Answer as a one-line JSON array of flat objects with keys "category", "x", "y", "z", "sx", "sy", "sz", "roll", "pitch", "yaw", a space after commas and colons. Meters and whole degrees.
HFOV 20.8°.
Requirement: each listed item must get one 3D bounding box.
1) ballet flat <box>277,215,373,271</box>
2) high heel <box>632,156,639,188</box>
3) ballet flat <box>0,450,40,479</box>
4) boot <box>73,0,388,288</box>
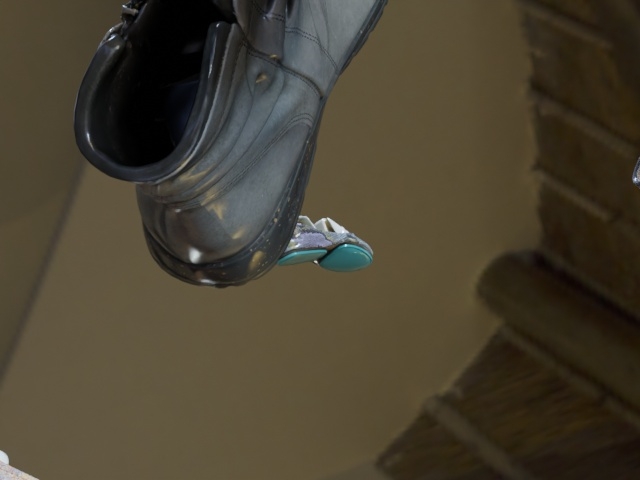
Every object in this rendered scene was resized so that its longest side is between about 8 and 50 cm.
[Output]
[{"category": "ballet flat", "x": 0.000, "y": 0.000, "z": 1.334, "sx": 0.041, "sy": 0.114, "sz": 0.041, "roll": -3, "pitch": -96, "yaw": 36}, {"category": "high heel", "x": 0.281, "y": -0.160, "z": 1.266, "sx": 0.186, "sy": 0.093, "sz": 0.261, "roll": -25, "pitch": -69, "yaw": 4}, {"category": "ballet flat", "x": -0.202, "y": 0.195, "z": 1.146, "sx": 0.316, "sy": 0.106, "sz": 0.107, "roll": 28, "pitch": -68, "yaw": -10}, {"category": "boot", "x": -0.021, "y": -0.111, "z": 0.651, "sx": 0.083, "sy": 0.161, "sz": 0.246, "roll": 11, "pitch": -109, "yaw": 8}]
